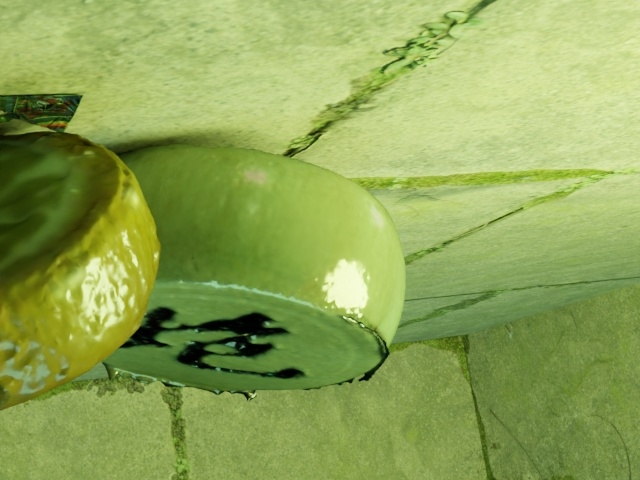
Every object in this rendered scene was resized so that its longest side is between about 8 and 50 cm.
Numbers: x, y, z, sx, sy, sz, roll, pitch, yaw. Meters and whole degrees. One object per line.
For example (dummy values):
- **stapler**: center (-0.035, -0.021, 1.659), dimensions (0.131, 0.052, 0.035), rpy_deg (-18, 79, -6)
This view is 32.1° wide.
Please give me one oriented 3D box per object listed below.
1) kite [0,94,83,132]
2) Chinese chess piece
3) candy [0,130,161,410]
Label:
- **kite**: center (-0.215, -0.096, 0.834), dimensions (0.090, 0.004, 0.122), rpy_deg (-12, 169, 16)
- **Chinese chess piece**: center (-0.093, 0.042, 1.072), dimensions (0.350, 0.146, 0.349), rpy_deg (3, 157, 1)
- **candy**: center (-0.244, 0.020, 0.808), dimensions (0.260, 0.260, 0.118), rpy_deg (-10, 127, 7)
